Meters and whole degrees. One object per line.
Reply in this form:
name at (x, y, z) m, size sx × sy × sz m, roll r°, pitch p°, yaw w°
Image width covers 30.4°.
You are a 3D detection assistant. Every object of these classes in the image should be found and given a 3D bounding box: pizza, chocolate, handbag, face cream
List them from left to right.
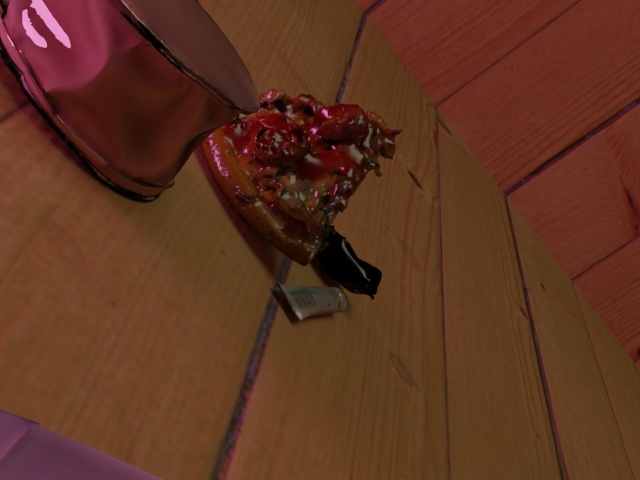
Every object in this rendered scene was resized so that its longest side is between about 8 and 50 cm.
handbag at (-0.145, -0.136, 0.876) m, size 0.205 × 0.116 × 0.179 m, roll 44°, pitch 18°, yaw -29°
pizza at (-0.013, -0.091, 1.081) m, size 0.201 × 0.193 × 0.053 m, roll 50°, pitch -31°, yaw 19°
face cream at (-0.006, 0.054, 1.055) m, size 0.038 × 0.020 × 0.115 m, roll 59°, pitch 18°, yaw 13°
chocolate at (-0.001, -0.002, 1.140) m, size 0.147 × 0.070 × 0.072 m, roll 59°, pitch 3°, yaw -23°

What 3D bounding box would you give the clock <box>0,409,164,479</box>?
clock at (-0.116, 0.174, 0.248) m, size 0.189 × 0.189 × 0.254 m, roll 51°, pitch 23°, yaw -12°
